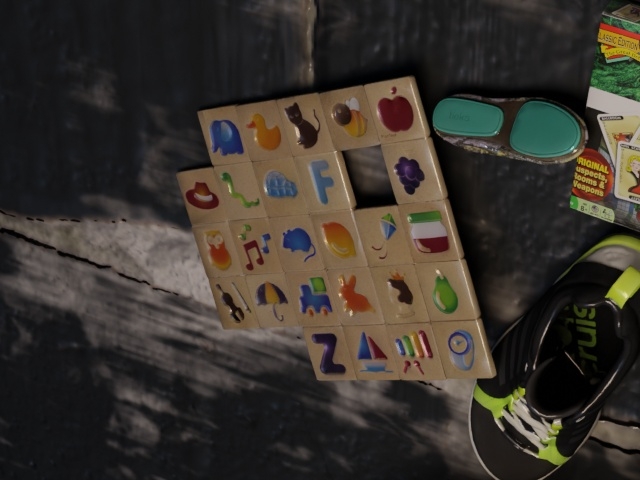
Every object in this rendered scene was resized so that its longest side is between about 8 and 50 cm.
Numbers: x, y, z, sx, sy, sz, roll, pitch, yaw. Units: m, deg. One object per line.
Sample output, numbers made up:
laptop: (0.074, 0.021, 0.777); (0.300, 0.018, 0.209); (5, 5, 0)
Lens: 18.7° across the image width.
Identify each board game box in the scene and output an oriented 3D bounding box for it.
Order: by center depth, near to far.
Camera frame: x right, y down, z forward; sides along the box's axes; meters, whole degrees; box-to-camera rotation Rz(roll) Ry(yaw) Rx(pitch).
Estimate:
board game box: (0.270, -0.037, 1.095); (0.260, 0.030, 0.136); (21, 125, 23)

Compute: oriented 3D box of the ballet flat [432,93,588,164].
ballet flat: (0.121, -0.066, 1.170); (0.114, 0.041, 0.041); (15, 125, 42)

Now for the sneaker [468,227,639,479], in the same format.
sneaker: (0.140, 0.083, 1.208); (0.084, 0.097, 0.234); (37, 132, 12)

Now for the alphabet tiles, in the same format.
alphabet tiles: (0.000, 0.000, 1.285); (0.237, 0.009, 0.198); (-5, 106, 45)
